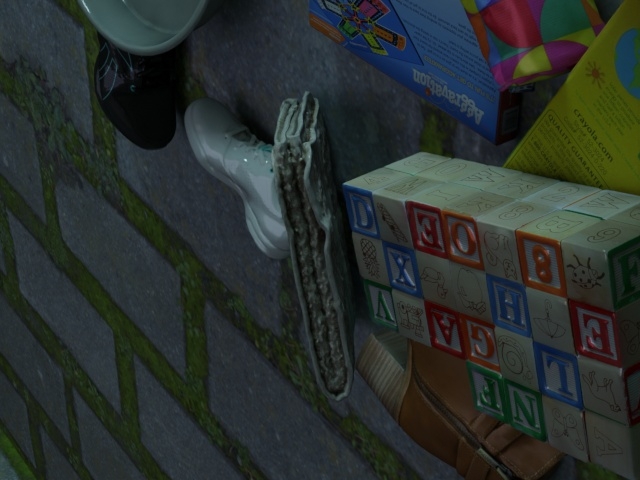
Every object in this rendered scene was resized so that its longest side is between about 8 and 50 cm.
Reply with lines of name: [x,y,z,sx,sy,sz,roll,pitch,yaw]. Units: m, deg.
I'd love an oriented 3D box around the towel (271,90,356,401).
towel: [0.000,0.000,1.352,0.187,0.049,0.282,-82,-17,-66]

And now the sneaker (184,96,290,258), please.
sneaker: [-0.070,-0.088,1.490,0.212,0.080,0.094,55,139,8]

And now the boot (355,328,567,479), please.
boot: [0.151,0.110,1.201,0.220,0.109,0.283,44,132,23]

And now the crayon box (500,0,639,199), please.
crayon box: [0.259,-0.056,0.907,0.202,0.081,0.318,58,151,17]

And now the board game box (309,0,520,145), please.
board game box: [0.079,-0.208,1.173,0.281,0.027,0.145,40,140,42]

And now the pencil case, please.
pencil case: [0.139,-0.225,0.980,0.104,0.104,0.236,-16,95,62]

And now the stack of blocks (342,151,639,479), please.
stack of blocks: [0.148,0.044,0.991,0.297,0.087,0.171,19,126,54]

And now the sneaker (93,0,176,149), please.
sneaker: [-0.224,-0.235,1.610,0.106,0.101,0.267,17,124,53]

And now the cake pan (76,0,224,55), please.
cake pan: [-0.188,-0.351,1.442,0.293,0.054,0.293,17,114,42]
